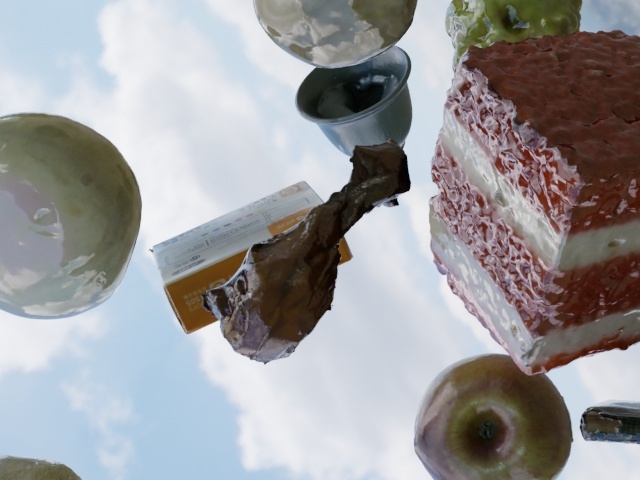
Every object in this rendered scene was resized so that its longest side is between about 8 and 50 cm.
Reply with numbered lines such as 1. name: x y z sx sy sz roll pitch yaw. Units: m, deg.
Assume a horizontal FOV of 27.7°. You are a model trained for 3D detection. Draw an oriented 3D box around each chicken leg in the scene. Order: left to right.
1. chicken leg: 0.000 0.000 1.366 0.093 0.304 0.113 -2 133 54

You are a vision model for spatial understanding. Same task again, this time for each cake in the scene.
1. cake: 0.296 -0.048 1.501 0.269 0.270 0.319 56 148 42

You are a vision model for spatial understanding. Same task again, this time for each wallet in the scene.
1. wallet: 0.469 0.213 1.491 0.169 0.317 0.044 -5 -86 -66

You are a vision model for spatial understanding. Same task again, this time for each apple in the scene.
1. apple: 0.229 0.255 1.729 0.211 0.211 0.188 59 -171 9

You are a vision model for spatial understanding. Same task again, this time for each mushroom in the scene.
1. mushroom: -0.310 -0.035 1.480 0.246 0.246 0.202 56 -150 -4
2. mushroom: 0.049 -0.234 0.933 0.122 0.159 0.328 29 -147 1

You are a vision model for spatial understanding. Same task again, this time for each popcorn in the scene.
1. popcorn: 0.248 -0.276 1.711 0.225 0.174 0.286 89 -177 -74

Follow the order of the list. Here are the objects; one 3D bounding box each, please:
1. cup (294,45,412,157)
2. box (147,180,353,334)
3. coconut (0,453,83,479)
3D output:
1. cup: 0.077 -0.204 2.108 0.199 0.199 0.150 -104 -12 -51
2. box: -0.106 0.019 1.921 0.221 0.274 0.091 -133 20 -70
3. coconut: -0.275 0.264 1.140 0.161 0.161 0.162 51 -168 -24
